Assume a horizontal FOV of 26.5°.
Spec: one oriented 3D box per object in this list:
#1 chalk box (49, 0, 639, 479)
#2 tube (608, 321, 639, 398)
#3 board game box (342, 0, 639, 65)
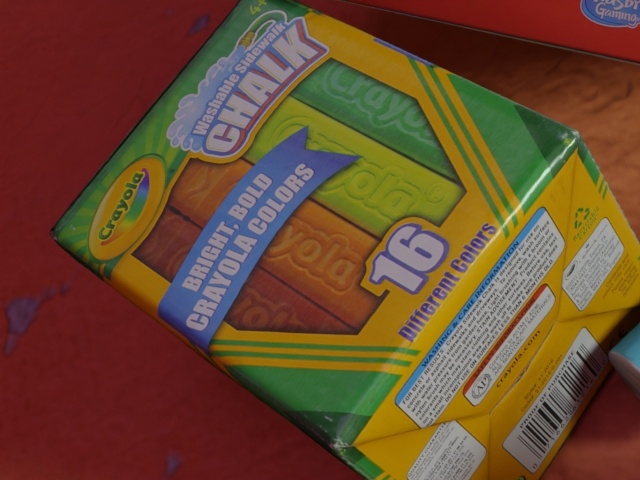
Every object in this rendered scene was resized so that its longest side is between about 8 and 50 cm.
[{"bbox_3d":[0.000,0.000,0.722,0.289,0.179,0.180,30,80,37],"label":"chalk box"},{"bbox_3d":[0.236,0.008,0.675,0.207,0.052,0.080,-41,61,-6],"label":"tube"},{"bbox_3d":[0.105,-0.166,0.732,0.316,0.242,0.064,19,114,35],"label":"board game box"}]
